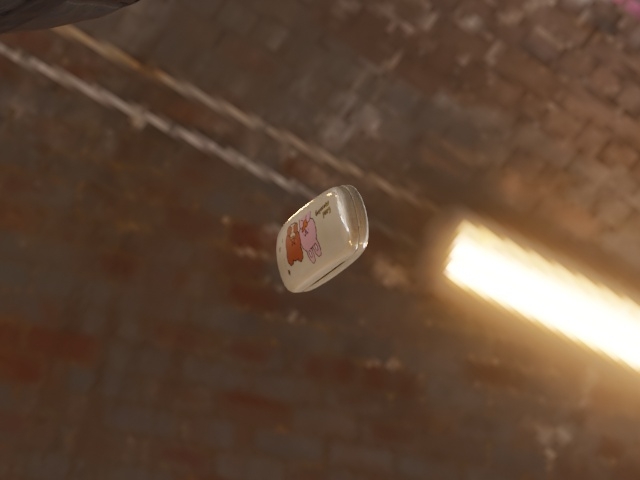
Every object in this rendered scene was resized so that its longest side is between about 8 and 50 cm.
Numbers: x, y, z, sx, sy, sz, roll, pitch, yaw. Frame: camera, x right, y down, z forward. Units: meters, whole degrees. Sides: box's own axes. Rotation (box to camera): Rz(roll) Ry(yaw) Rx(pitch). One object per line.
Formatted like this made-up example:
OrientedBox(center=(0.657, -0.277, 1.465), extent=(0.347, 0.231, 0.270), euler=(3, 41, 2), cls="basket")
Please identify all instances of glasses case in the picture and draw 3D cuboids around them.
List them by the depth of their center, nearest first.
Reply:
OrientedBox(center=(0.000, 0.000, 0.847), extent=(0.021, 0.083, 0.032), euler=(-4, -105, -24), cls="glasses case")

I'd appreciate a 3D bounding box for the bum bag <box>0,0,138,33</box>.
OrientedBox(center=(-0.098, -0.088, 0.546), extent=(0.197, 0.087, 0.049), euler=(2, -105, -78), cls="bum bag")
